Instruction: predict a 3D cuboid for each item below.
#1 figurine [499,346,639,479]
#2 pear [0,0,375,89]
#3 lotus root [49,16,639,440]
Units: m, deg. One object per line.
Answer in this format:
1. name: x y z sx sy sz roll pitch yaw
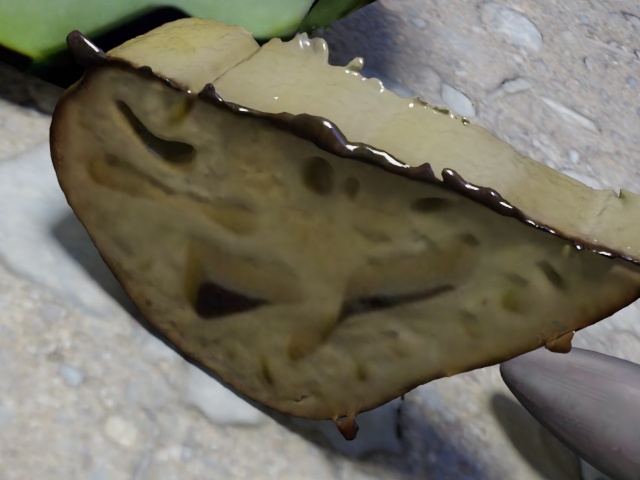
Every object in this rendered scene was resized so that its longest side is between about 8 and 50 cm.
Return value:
1. figurine: 0.233 0.164 0.457 0.377 0.266 0.361 21 30 30
2. pear: -0.091 -0.285 0.587 0.399 0.399 0.165 11 11 -24
3. lotus root: 0.000 0.000 0.467 0.260 0.170 0.074 29 34 9
